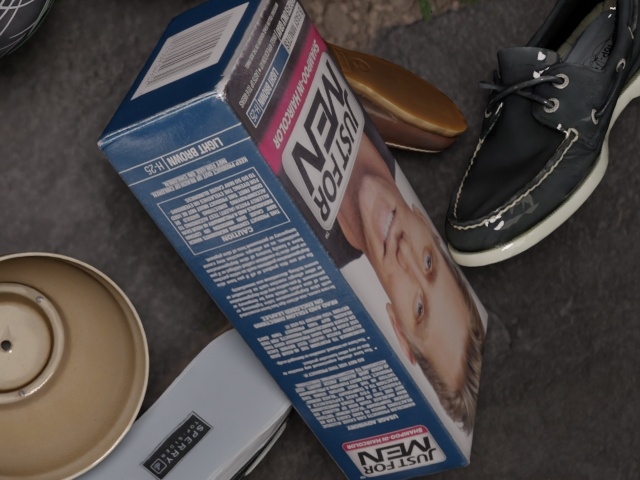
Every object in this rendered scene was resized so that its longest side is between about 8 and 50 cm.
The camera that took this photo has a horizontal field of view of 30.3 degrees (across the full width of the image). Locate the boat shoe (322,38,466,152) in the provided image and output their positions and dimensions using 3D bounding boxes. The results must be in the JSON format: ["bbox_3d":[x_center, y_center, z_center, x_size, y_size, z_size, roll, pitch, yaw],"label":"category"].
[{"bbox_3d":[0.019,-0.114,0.955,0.207,0.073,0.073,21,124,-23],"label":"boat shoe"}]

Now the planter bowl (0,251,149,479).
[{"bbox_3d":[-0.214,0.083,0.837,0.162,0.109,0.162,-3,97,-25],"label":"planter bowl"}]

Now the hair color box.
[{"bbox_3d":[0.000,0.000,0.866,0.347,0.105,0.174,56,30,-28],"label":"hair color box"}]

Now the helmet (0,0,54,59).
[{"bbox_3d":[-0.243,-0.197,0.760,0.161,0.169,0.169,27,84,-10],"label":"helmet"}]

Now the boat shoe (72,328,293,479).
[{"bbox_3d":[-0.133,0.190,0.891,0.113,0.105,0.306,35,63,18],"label":"boat shoe"}]

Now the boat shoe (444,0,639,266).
[{"bbox_3d":[0.189,-0.124,0.974,0.340,0.127,0.113,-47,121,-26],"label":"boat shoe"}]
